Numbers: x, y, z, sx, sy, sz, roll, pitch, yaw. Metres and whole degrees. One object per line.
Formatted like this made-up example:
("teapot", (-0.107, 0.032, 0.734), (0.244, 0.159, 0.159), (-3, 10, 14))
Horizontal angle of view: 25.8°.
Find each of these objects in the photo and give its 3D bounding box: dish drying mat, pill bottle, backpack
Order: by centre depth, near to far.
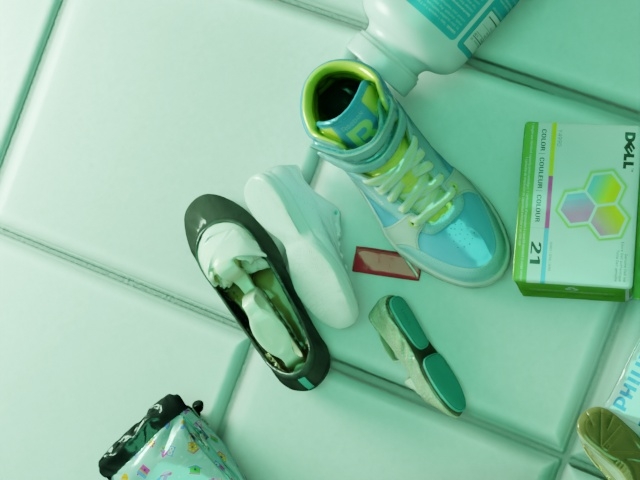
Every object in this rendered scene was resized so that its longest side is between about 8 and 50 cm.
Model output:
("pill bottle", (0.149, -0.295, 1.618), (0.146, 0.146, 0.264), (43, 96, 13))
("backpack", (-0.165, 0.291, 1.667), (0.152, 0.115, 0.182), (-45, 80, 4))
("dish drying mat", (0.080, 0.028, 1.680), (0.083, 0.008, 0.032), (9, 88, 14))

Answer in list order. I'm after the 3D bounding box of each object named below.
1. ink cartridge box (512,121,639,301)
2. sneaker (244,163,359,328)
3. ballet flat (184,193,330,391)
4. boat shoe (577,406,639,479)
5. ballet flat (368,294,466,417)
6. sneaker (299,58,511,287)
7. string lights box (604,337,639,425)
("ink cartridge box", (0.353, -0.029, 1.563), (0.255, 0.097, 0.189), (3, 79, 14))
("sneaker", (0.000, 0.000, 1.669), (0.080, 0.094, 0.212), (-32, 87, 45))
("ballet flat", (-0.079, 0.054, 1.673), (0.095, 0.096, 0.280), (-38, 78, 7))
("boat shoe", (0.356, 0.259, 1.570), (0.063, 0.059, 0.170), (-38, 72, -11))
("ballet flat", (0.113, 0.142, 1.649), (0.052, 0.057, 0.168), (-40, 72, 36))
("sneaker", (0.086, -0.076, 1.583), (0.127, 0.208, 0.319), (-45, 77, 3))
("string lights box", (0.460, 0.188, 1.539), (0.259, 0.077, 0.133), (29, 92, 14))
